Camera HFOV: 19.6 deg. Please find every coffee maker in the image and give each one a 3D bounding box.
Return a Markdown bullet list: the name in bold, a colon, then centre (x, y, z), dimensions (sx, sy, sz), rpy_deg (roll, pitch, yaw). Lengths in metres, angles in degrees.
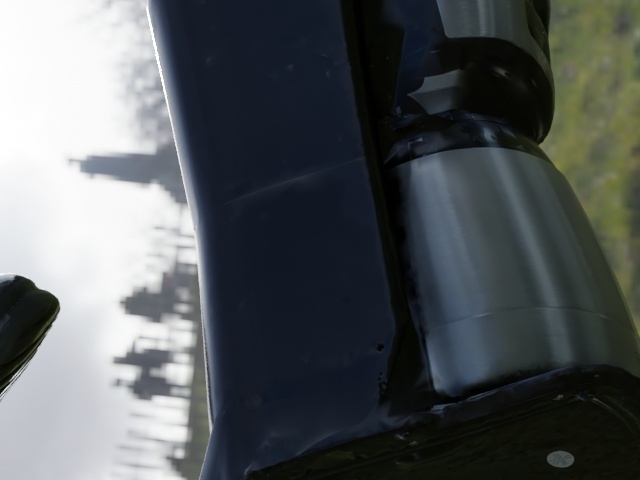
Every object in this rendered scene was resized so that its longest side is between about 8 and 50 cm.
- **coffee maker**: centre (0.000, 0.000, 0.533), dimensions (0.120, 0.171, 0.178), rpy_deg (99, 163, -55)

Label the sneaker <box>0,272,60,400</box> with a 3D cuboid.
- **sneaker**: centre (-0.270, 0.089, 0.900), dimensions (0.146, 0.330, 0.122), rpy_deg (51, -152, -6)
